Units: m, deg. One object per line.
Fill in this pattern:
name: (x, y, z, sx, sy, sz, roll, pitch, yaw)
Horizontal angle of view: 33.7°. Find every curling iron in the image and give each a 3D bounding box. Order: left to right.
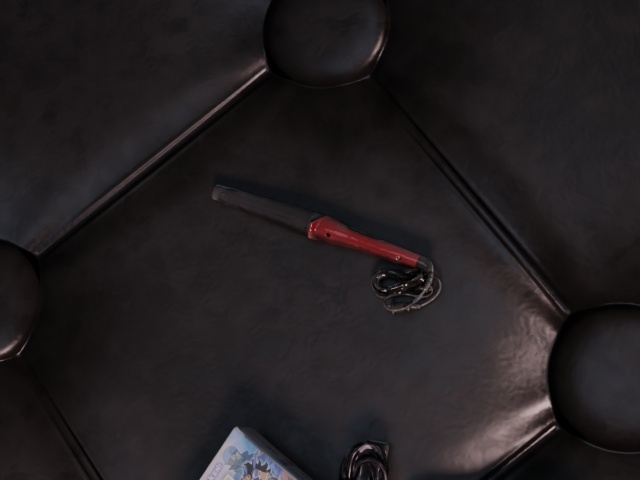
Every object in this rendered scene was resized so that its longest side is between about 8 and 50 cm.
curling iron: (0.000, 0.000, 1.118, 0.274, 0.035, 0.068, 27, 84, 17)

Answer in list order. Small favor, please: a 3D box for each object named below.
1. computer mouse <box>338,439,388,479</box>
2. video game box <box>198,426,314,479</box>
computer mouse: (0.137, 0.304, 1.005, 0.272, 0.072, 0.188, 6, 80, 26)
video game box: (-0.065, 0.319, 1.029, 0.187, 0.048, 0.205, 36, 95, 23)
